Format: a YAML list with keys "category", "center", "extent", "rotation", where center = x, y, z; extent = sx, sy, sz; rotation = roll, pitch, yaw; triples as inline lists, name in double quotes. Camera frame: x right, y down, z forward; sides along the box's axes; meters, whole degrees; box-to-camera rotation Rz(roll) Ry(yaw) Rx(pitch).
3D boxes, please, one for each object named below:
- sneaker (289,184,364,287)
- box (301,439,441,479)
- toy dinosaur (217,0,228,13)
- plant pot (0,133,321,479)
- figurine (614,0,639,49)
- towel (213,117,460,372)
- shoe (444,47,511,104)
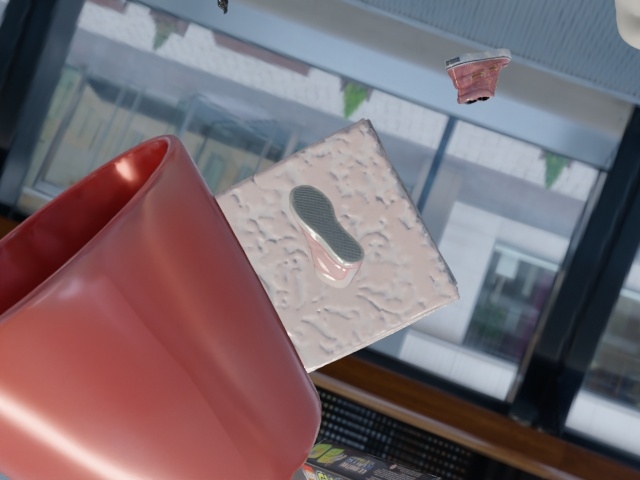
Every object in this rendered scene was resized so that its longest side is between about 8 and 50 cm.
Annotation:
- category: "sneaker"
  center: [0.000, 0.000, 1.071]
  extent: [0.134, 0.051, 0.070]
  rotation: [53, 148, 30]
- category: "box"
  center: [0.058, 0.249, 0.809]
  extent: [0.207, 0.036, 0.114]
  rotation: [-5, 111, 63]
- category: "toy dinosaur"
  center: [-0.067, -0.280, 0.828]
  extent: [0.268, 0.118, 0.064]
  rotation: [51, 169, 35]
- category: "plant pot"
  center: [-0.144, 0.095, 0.698]
  extent: [0.243, 0.275, 0.275]
  rotation: [54, 157, -20]
- category: "figurine"
  center: [0.251, -0.208, 0.459]
  extent: [0.092, 0.215, 0.209]
  rotation: [15, 180, -12]
- category: "towel"
  center: [0.014, 0.014, 1.463]
  extent: [0.332, 0.317, 0.053]
  rotation: [62, -166, -4]
- category: "shoe"
  center: [0.277, -0.278, 1.555]
  extent: [0.063, 0.081, 0.178]
  rotation: [-13, -176, 41]
